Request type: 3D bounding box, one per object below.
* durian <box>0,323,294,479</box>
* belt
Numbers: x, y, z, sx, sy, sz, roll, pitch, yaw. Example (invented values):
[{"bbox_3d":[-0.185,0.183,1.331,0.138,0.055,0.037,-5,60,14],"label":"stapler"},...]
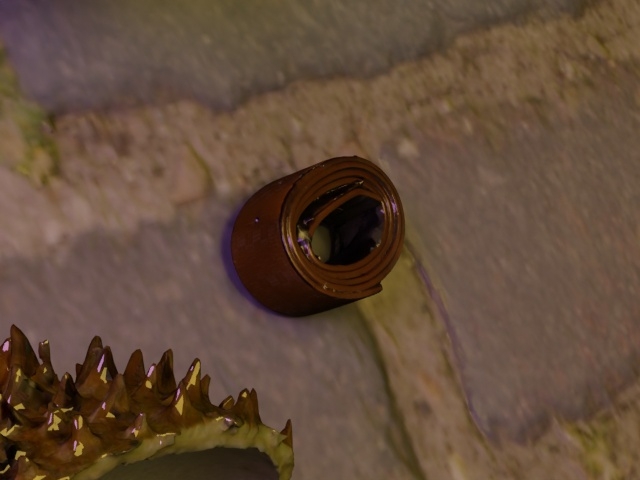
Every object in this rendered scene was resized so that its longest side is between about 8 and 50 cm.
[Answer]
[{"bbox_3d":[-0.098,0.092,0.549,0.252,0.144,0.139,-16,102,-56],"label":"durian"},{"bbox_3d":[0.000,0.000,0.763,0.083,0.036,0.059,-32,99,-52],"label":"belt"}]
